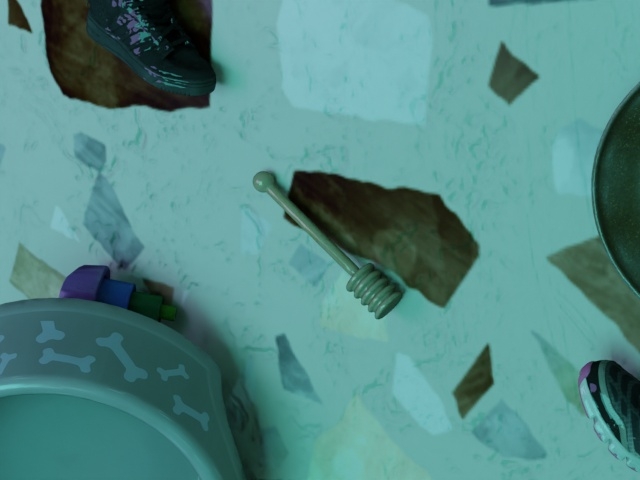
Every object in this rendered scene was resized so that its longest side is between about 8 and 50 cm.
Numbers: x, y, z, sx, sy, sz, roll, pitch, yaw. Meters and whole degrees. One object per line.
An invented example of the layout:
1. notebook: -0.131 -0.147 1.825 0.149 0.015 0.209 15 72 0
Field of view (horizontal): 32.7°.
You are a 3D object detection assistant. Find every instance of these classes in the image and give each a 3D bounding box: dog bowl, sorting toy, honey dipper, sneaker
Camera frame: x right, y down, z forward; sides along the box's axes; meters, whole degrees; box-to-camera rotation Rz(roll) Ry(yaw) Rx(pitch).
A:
1. dog bowl: -0.228 0.227 0.966 0.349 0.102 0.348 -1 115 -1
2. sorting toy: -0.200 0.197 1.072 0.126 0.127 0.365 11 113 0
3. honey dipper: 0.000 0.000 0.886 0.161 0.030 0.030 43 125 17
4. sneaker: 0.253 0.135 0.739 0.170 0.063 0.075 45 126 8
5. sneaker: -0.148 -0.194 0.906 0.170 0.051 0.089 34 127 25

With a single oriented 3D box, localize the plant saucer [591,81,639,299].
1. plant saucer: 0.271 -0.028 0.683 0.199 0.036 0.198 12 112 31
